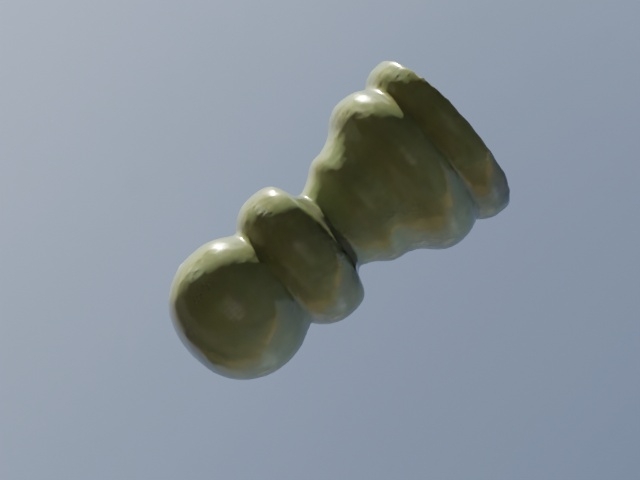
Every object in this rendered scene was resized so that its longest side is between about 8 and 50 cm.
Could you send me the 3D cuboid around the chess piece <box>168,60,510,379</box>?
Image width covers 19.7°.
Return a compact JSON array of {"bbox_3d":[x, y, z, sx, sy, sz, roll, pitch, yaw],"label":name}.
[{"bbox_3d":[0.000,0.000,1.352,0.251,0.144,0.144,-41,-119,-12],"label":"chess piece"}]
